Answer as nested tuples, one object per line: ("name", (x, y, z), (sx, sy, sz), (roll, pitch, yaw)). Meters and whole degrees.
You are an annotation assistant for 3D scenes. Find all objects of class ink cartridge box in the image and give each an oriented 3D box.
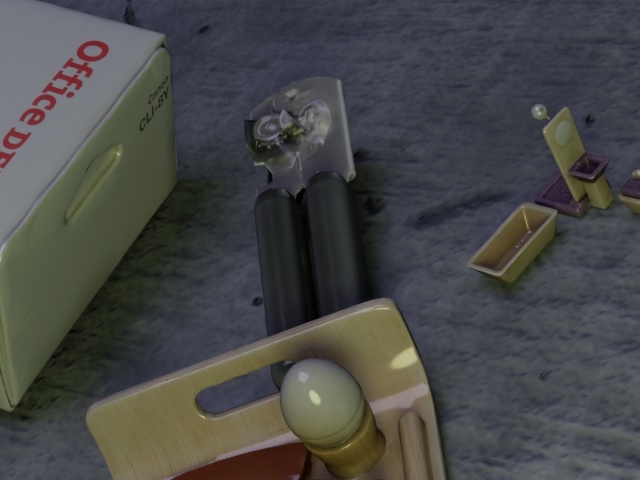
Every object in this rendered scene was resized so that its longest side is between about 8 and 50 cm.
("ink cartridge box", (-0.339, -0.065, 1.257), (0.384, 0.160, 0.279), (17, 49, 17))

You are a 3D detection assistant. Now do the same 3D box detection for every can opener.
("can opener", (0.000, 0.000, 1.148), (0.076, 0.095, 0.283), (-18, 49, 13))

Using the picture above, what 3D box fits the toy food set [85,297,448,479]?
("toy food set", (-0.040, 0.176, 0.917), (0.220, 0.092, 0.306), (-21, 37, 13))

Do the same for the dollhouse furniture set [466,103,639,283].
("dollhouse furniture set", (0.146, -0.029, 1.057), (0.114, 0.081, 0.091), (-46, 38, -22))
